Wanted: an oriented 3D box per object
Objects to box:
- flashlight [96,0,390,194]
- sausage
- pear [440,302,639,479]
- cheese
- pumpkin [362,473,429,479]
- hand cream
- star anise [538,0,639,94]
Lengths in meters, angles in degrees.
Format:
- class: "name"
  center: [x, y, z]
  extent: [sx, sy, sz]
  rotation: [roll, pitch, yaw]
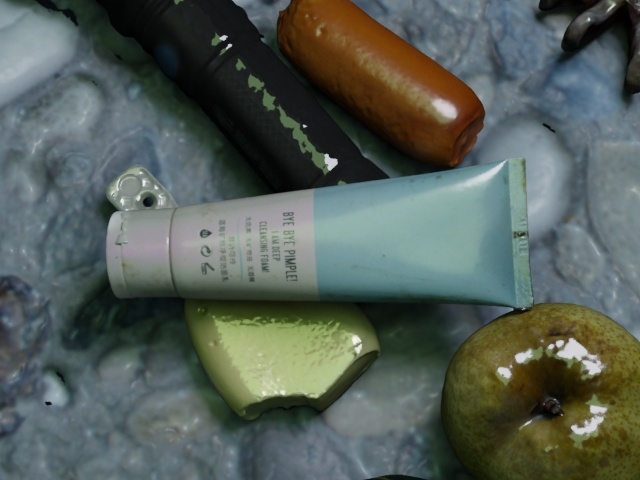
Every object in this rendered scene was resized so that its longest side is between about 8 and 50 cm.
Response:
- class: "flashlight"
  center: [-0.072, -0.131, 1.172]
  extent: [0.103, 0.103, 0.424]
  rotation: [-37, 77, -11]
- class: "sausage"
  center: [0.045, -0.135, 1.182]
  extent: [0.197, 0.076, 0.076]
  rotation: [38, 76, 13]
- class: "pear"
  center: [0.174, 0.127, 1.064]
  extent: [0.167, 0.136, 0.167]
  rotation: [-1, 75, 4]
- class: "cheese"
  center: [-0.077, 0.037, 1.141]
  extent: [0.255, 0.050, 0.127]
  rotation: [43, 79, 14]
- class: "pumpkin"
  center: [0.056, 0.250, 1.032]
  extent: [0.167, 0.125, 0.167]
  rotation: [7, 72, -23]
- class: "hand cream"
  center: [0.000, 0.000, 1.077]
  extent: [0.312, 0.070, 0.111]
  rotation: [-2, 87, 8]
- class: "star anise"
  center: [0.278, -0.239, 1.197]
  extent: [0.198, 0.110, 0.258]
  rotation: [2, 76, 4]
